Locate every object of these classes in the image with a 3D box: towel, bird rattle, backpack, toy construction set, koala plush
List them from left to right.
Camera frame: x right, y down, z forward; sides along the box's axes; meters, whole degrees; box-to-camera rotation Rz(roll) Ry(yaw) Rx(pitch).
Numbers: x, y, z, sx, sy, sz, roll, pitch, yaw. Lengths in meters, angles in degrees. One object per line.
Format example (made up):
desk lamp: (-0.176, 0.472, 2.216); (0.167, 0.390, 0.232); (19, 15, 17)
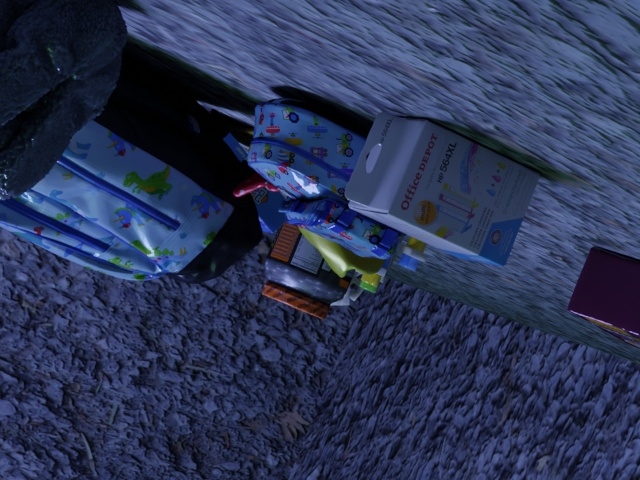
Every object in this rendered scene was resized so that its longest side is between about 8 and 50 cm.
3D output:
koala plush: (-0.305, -0.190, 1.379); (0.221, 0.203, 0.196); (44, 176, 22)
backpack: (-0.274, -0.109, 1.715); (0.355, 0.273, 0.290); (44, -168, -46)
towel: (-0.036, -0.112, 1.936); (0.102, 0.021, 0.237); (23, 177, -28)
backpack: (0.004, -0.068, 1.526); (0.173, 0.117, 0.158); (26, 175, -19)
toy construction set: (0.036, 0.007, 2.520); (0.215, 0.151, 0.327); (22, 166, -8)
bird rattle: (0.039, -0.065, 1.713); (0.207, 0.143, 0.253); (8, 158, 26)

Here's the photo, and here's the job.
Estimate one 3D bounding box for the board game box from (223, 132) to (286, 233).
board game box: (-0.131, -0.089, 2.046); (0.160, 0.047, 0.210); (50, 168, -17)

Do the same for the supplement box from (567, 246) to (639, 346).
supplement box: (0.376, 0.081, 1.763); (0.104, 0.081, 0.188); (20, 176, 39)

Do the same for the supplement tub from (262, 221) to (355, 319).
supplement tub: (0.000, 0.000, 2.032); (0.117, 0.190, 0.117); (22, 178, 1)

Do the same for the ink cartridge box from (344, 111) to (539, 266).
ink cartridge box: (0.101, -0.047, 1.372); (0.143, 0.092, 0.090); (23, 177, -23)
